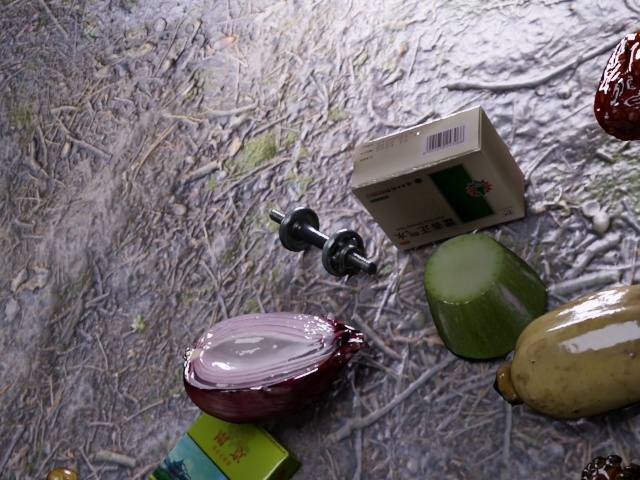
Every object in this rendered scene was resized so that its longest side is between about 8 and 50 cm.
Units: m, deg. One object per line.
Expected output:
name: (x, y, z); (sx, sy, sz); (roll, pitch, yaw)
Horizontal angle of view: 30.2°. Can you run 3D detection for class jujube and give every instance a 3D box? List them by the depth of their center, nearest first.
jujube: (0.460, -0.226, 1.705); (0.112, 0.109, 0.176); (18, 64, 7)

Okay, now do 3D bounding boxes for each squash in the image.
squash: (0.223, 0.072, 1.658); (0.170, 0.123, 0.170); (-17, 47, 19)

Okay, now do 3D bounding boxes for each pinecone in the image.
pinecone: (0.349, 0.306, 1.408); (0.102, 0.102, 0.109); (-47, 26, -2)

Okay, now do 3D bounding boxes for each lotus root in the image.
lotus root: (0.349, 0.142, 1.490); (0.284, 0.160, 0.146); (-23, 87, 27)

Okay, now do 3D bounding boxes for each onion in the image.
onion: (-0.057, 0.195, 1.751); (0.283, 0.120, 0.227); (-7, 26, 17)

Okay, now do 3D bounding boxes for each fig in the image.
fig: (-0.434, 0.398, 1.948); (0.083, 0.050, 0.050); (-20, 46, 49)

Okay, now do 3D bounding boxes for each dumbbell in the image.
dumbbell: (0.000, 0.000, 1.891); (0.254, 0.081, 0.081); (29, 78, 44)

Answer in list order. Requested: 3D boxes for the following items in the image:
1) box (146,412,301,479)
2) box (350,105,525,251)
box: (-0.196, 0.403, 1.767); (0.335, 0.047, 0.187); (-49, 44, -5)
box: (0.176, -0.087, 1.764); (0.212, 0.168, 0.095); (-17, 47, 26)
